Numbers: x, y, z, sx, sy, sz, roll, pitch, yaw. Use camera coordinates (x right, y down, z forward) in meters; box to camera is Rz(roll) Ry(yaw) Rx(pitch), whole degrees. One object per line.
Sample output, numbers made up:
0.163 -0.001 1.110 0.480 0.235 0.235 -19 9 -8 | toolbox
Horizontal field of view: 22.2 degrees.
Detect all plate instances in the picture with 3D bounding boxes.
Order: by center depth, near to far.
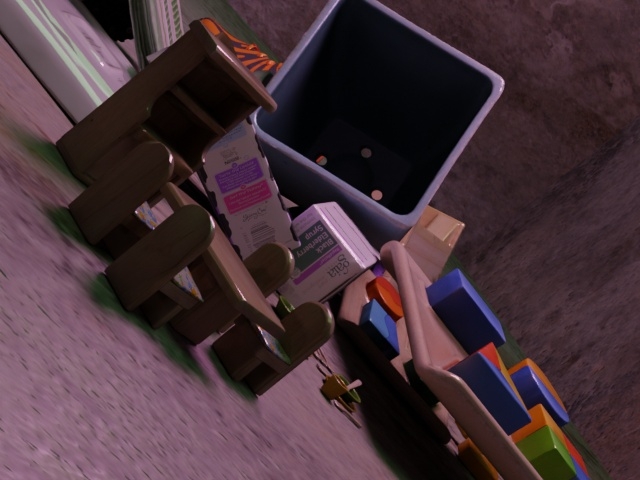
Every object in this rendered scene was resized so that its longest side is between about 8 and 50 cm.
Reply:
-0.239 -0.183 1.622 0.278 0.045 0.277 52 6 3 | plate

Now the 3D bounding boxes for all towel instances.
-0.194 -0.283 1.867 0.325 0.038 0.247 -93 177 -66 | towel

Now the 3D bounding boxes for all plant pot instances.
0.053 -0.129 2.126 0.248 0.247 0.252 32 -20 5 | plant pot

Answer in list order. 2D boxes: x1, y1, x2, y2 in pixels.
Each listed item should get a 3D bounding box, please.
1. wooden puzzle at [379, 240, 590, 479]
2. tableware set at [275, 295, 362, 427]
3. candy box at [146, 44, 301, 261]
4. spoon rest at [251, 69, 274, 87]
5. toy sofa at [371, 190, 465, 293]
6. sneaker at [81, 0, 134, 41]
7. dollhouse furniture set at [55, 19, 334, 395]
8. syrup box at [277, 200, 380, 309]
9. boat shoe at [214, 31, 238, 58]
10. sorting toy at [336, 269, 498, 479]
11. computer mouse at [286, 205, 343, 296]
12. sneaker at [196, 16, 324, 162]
0.202 0.169 1.843 0.322 0.080 0.348 51 9 -23 | wooden puzzle
0.001 0.118 1.669 0.104 0.024 0.154 46 9 -33 | tableware set
-0.102 -0.095 1.708 0.165 0.070 0.196 -119 -174 -54 | candy box
-0.085 -0.166 2.163 0.084 0.137 0.276 20 11 0 | spoon rest
0.103 -0.004 2.597 0.150 0.177 0.362 27 0 16 | toy sofa
-0.293 -0.339 1.953 0.237 0.085 0.086 51 -2 -30 | sneaker
-0.085 -0.033 1.328 0.242 0.161 0.212 56 8 35 | dollhouse furniture set
-0.001 0.018 1.890 0.096 0.093 0.237 52 7 3 | syrup box
-0.168 -0.207 2.103 0.080 0.073 0.223 64 23 -15 | boat shoe
0.134 0.165 2.087 0.307 0.041 0.229 49 16 -15 | sorting toy
0.000 0.000 2.209 0.106 0.042 0.193 45 9 -33 | computer mouse
-0.064 -0.270 2.641 0.321 0.180 0.124 53 7 15 | sneaker
